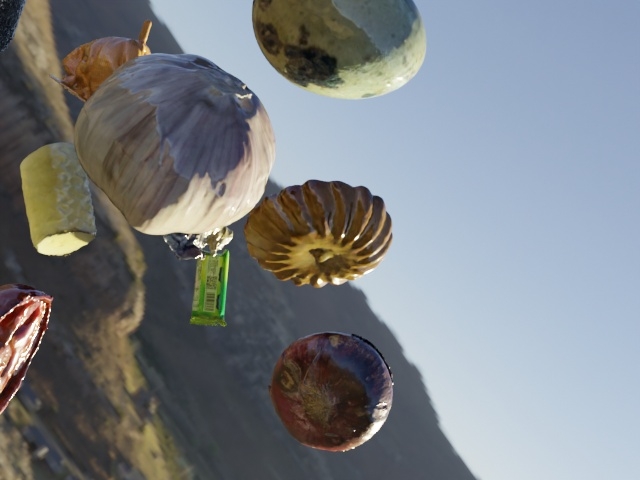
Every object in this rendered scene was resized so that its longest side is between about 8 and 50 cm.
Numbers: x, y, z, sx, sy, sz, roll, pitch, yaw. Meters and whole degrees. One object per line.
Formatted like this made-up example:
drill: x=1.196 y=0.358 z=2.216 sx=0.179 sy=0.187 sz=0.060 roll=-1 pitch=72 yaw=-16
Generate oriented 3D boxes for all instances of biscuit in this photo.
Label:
biscuit: x=0.000 y=0.000 z=2.224 sx=0.325 sy=0.326 sz=0.107 roll=61 pitch=20 yaw=-49

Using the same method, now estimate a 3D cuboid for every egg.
egg: x=0.046 y=-0.508 z=2.462 sx=0.428 sy=0.345 sz=0.345 roll=27 pitch=-3 yaw=-5

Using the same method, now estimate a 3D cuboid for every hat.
hat: x=-0.445 y=-0.394 z=2.300 sx=0.233 sy=0.233 sz=0.244 roll=34 pitch=0 yaw=0

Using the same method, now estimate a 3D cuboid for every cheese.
cheese: x=-0.442 y=-0.069 z=1.748 sx=0.094 sy=0.123 sz=0.167 roll=6 pitch=64 yaw=-46

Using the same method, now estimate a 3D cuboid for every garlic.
garlic: x=-0.205 y=-0.154 z=1.555 sx=0.317 sy=0.259 sz=0.317 roll=26 pitch=41 yaw=-25

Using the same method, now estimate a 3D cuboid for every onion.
onion: x=0.024 y=0.291 z=2.051 sx=0.246 sy=0.246 sz=0.190 roll=56 pitch=23 yaw=-12

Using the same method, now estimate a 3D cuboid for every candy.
candy: x=-0.256 y=0.107 z=2.410 sx=0.102 sy=0.178 sz=0.032 roll=0 pitch=-6 yaw=36

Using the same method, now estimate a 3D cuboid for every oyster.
oyster: x=-0.290 y=-0.046 z=2.167 sx=0.275 sy=0.100 sz=0.271 roll=47 pitch=20 yaw=-20

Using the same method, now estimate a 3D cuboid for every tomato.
tomato: x=-0.452 y=0.142 z=1.354 sx=0.101 sy=0.228 sz=0.228 roll=33 pitch=-9 yaw=9

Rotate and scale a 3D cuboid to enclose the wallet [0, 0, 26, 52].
wallet: x=-0.415 y=-0.290 z=1.199 sx=0.071 sy=0.221 sz=0.262 roll=40 pitch=37 yaw=2
